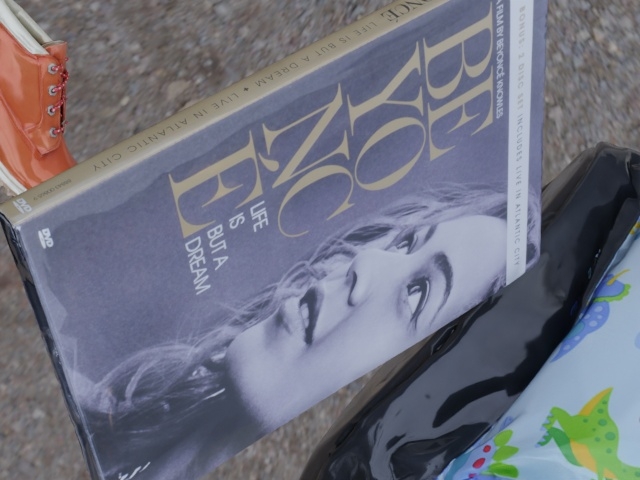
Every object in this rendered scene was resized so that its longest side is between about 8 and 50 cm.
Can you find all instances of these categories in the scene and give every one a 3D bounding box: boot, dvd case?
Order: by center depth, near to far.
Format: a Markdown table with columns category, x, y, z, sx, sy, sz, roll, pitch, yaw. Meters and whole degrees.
| category | x | y | z | sx | sy | sz | roll | pitch | yaw |
| --- | --- | --- | --- | --- | --- | --- | --- | --- | --- |
| dvd case | 0.000 | 0.000 | 0.494 | 0.221 | 0.018 | 0.164 | -31 | 138 | -23 |
| boot | -0.169 | -0.074 | 0.780 | 0.084 | 0.059 | 0.158 | -38 | 113 | 4 |

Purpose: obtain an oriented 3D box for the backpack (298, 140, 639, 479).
| category | x | y | z | sx | sy | sz | roll | pitch | yaw |
| --- | --- | --- | --- | --- | --- | --- | --- | --- | --- |
| backpack | 0.217 | 0.126 | 0.647 | 0.355 | 0.290 | 0.273 | 44 | 146 | 3 |
